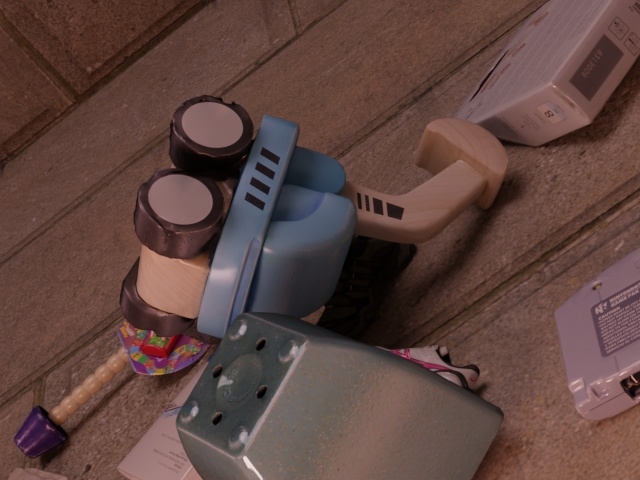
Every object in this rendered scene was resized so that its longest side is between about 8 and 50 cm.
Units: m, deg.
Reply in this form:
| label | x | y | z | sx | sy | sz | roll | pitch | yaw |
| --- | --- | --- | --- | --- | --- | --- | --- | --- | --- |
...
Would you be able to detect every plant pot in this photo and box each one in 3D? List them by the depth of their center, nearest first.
| label | x | y | z | sx | sy | sz | roll | pitch | yaw |
| --- | --- | --- | --- | --- | --- | --- | --- | --- | --- |
| plant pot | -0.006 | 0.210 | 1.544 | 0.247 | 0.252 | 0.248 | 16 | 73 | 54 |

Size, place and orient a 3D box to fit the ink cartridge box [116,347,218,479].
| label | x | y | z | sx | sy | sz | roll | pitch | yaw |
| --- | --- | --- | --- | --- | --- | --- | --- | --- | --- |
| ink cartridge box | -0.099 | 0.264 | 1.759 | 0.233 | 0.171 | 0.168 | -50 | 25 | -18 |

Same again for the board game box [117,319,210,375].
| label | x | y | z | sx | sy | sz | roll | pitch | yaw |
| --- | --- | --- | --- | --- | --- | --- | --- | --- | --- |
| board game box | -0.254 | 0.142 | 2.255 | 0.133 | 0.033 | 0.169 | -24 | 43 | -10 |

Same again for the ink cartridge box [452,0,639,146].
| label | x | y | z | sx | sy | sz | roll | pitch | yaw |
| --- | --- | --- | --- | --- | --- | --- | --- | --- | --- |
| ink cartridge box | 0.351 | -0.261 | 2.110 | 0.308 | 0.091 | 0.385 | -53 | 10 | -21 |

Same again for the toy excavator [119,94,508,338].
| label | x | y | z | sx | sy | sz | roll | pitch | yaw |
| --- | --- | --- | --- | --- | --- | --- | --- | --- | --- |
| toy excavator | 0.004 | -0.032 | 1.864 | 0.222 | 0.445 | 0.433 | 109 | 178 | -48 |

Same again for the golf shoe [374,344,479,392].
| label | x | y | z | sx | sy | sz | roll | pitch | yaw |
| --- | --- | --- | --- | --- | --- | --- | --- | --- | --- |
| golf shoe | 0.123 | 0.164 | 1.735 | 0.086 | 0.067 | 0.186 | -44 | 34 | -16 |

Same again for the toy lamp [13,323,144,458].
| label | x | y | z | sx | sy | sz | roll | pitch | yaw |
| --- | --- | --- | --- | --- | --- | --- | --- | --- | --- |
| toy lamp | -0.385 | 0.249 | 2.313 | 0.274 | 0.080 | 0.080 | -42 | 25 | -3 |

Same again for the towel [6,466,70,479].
| label | x | y | z | sx | sy | sz | roll | pitch | yaw |
| --- | --- | --- | --- | --- | --- | --- | --- | --- | --- |
| towel | -0.493 | 0.470 | 2.147 | 0.187 | 0.049 | 0.282 | -2 | 46 | 56 |

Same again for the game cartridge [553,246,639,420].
| label | x | y | z | sx | sy | sz | roll | pitch | yaw |
| --- | --- | --- | --- | --- | --- | --- | --- | --- | --- |
| game cartridge | 0.393 | 0.061 | 1.523 | 0.294 | 0.060 | 0.196 | -32 | 30 | 20 |

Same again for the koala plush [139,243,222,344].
| label | x | y | z | sx | sy | sz | roll | pitch | yaw |
| --- | --- | --- | --- | --- | --- | --- | --- | --- | --- |
| koala plush | -0.175 | 0.045 | 2.235 | 0.196 | 0.203 | 0.221 | -11 | 13 | -4 |

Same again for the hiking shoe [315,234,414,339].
| label | x | y | z | sx | sy | sz | roll | pitch | yaw |
| --- | --- | --- | --- | --- | --- | --- | --- | --- | --- |
| hiking shoe | 0.036 | 0.048 | 1.982 | 0.086 | 0.114 | 0.227 | -10 | 40 | 50 |

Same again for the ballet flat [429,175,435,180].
| label | x | y | z | sx | sy | sz | roll | pitch | yaw |
| --- | --- | --- | --- | --- | --- | --- | --- | --- | --- |
| ballet flat | 0.193 | -0.103 | 2.094 | 0.114 | 0.041 | 0.041 | -48 | 26 | -15 |
